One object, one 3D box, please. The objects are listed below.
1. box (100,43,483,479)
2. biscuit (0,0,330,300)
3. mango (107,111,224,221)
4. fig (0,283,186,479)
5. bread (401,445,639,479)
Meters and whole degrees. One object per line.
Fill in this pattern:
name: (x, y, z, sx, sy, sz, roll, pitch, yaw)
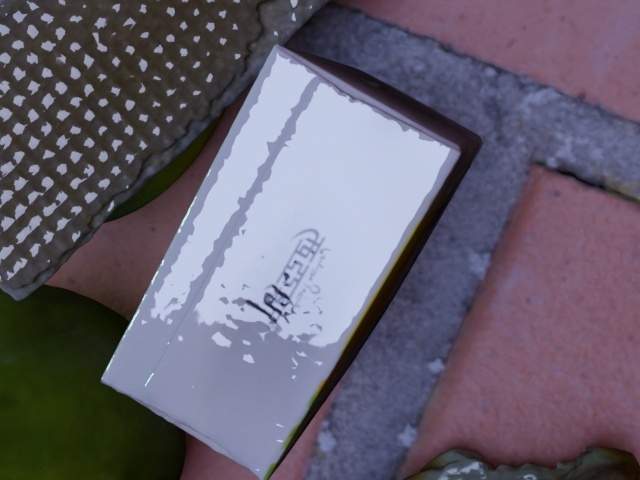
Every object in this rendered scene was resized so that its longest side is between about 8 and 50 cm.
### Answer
box: (0.000, 0.000, 0.604, 0.111, 0.260, 0.194, 31, 102, 8)
biscuit: (-0.075, -0.157, 0.618, 0.426, 0.078, 0.144, -46, 105, -5)
mango: (-0.126, -0.117, 0.707, 0.137, 0.091, 0.237, 13, 102, 8)
fig: (-0.195, 0.143, 0.654, 0.233, 0.314, 0.233, -1, 94, -15)
bread: (0.100, 0.275, 0.615, 0.225, 0.279, 0.250, -14, 92, 28)
